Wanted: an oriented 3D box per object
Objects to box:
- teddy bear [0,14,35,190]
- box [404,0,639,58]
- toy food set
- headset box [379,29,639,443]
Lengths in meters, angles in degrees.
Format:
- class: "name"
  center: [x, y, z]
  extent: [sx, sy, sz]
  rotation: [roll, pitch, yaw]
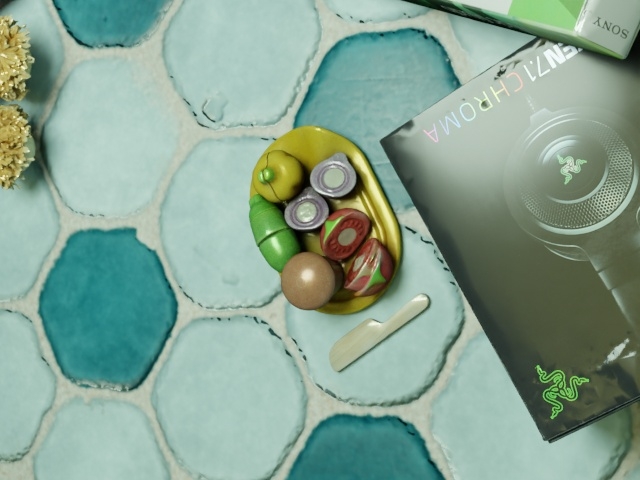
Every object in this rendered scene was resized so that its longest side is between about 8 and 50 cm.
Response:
- class: "teddy bear"
  center: [-0.431, -0.153, 1.050]
  extent: [0.338, 0.113, 0.245]
  rotation: [26, 118, 17]
- class: "box"
  center: [0.146, -0.277, 0.745]
  extent: [0.322, 0.058, 0.232]
  rotation: [38, 111, 57]
- class: "toy food set"
  center: [0.000, 0.000, 0.904]
  extent: [0.128, 0.071, 0.218]
  rotation: [-30, 80, 21]
- class: "headset box"
  center: [0.227, -0.016, 0.773]
  extent: [0.246, 0.131, 0.283]
  rotation: [-31, 80, 22]
